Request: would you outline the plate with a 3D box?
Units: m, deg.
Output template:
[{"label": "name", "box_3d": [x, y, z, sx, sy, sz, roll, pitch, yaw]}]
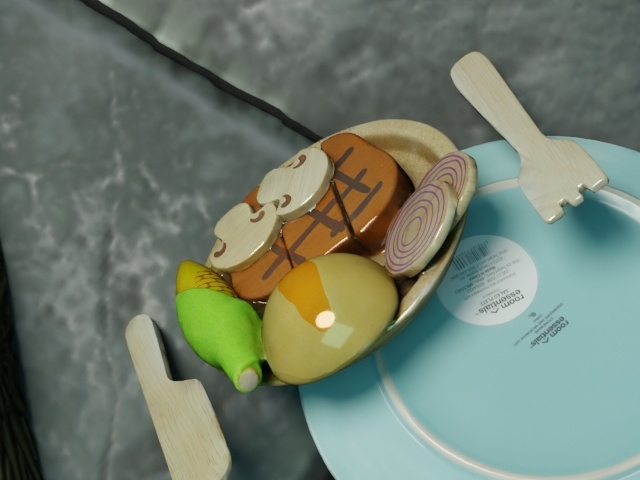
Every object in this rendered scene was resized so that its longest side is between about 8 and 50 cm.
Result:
[{"label": "plate", "box_3d": [0.083, 0.035, 0.669, 0.188, 0.024, 0.188, -3, 60, 5]}]

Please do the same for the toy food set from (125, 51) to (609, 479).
[{"label": "toy food set", "box_3d": [0.000, 0.000, 0.676, 0.192, 0.132, 0.038, -39, 126, 5]}]

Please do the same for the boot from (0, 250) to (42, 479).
[{"label": "boot", "box_3d": [-0.257, 0.074, 0.717, 0.269, 0.089, 0.236, -11, 90, 7]}]
